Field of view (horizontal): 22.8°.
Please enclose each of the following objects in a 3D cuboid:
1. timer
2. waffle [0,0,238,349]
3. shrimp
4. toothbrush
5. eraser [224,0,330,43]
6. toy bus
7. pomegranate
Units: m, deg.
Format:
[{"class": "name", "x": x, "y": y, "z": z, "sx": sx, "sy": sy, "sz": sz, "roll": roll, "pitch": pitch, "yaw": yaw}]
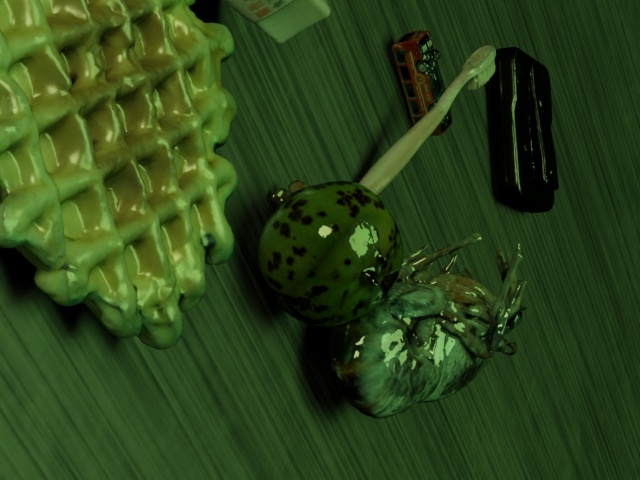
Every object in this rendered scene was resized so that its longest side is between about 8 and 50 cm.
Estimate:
[{"class": "timer", "x": 0.252, "y": -0.131, "z": 1.916, "sx": 0.144, "sy": 0.055, "sz": 0.187, "roll": 15, "pitch": 71, "yaw": -64}, {"class": "waffle", "x": -0.145, "y": -0.086, "z": 1.049, "sx": 0.309, "sy": 0.056, "sz": 0.291, "roll": 41, "pitch": 48, "yaw": -54}, {"class": "shrimp", "x": 0.130, "y": 0.069, "z": 1.470, "sx": 0.372, "sy": 0.172, "sz": 0.137, "roll": -31, "pitch": 106, "yaw": -56}, {"class": "toothbrush", "x": 0.104, "y": -0.110, "z": 1.562, "sx": 0.307, "sy": 0.025, "sz": 0.029, "roll": -48, "pitch": 138, "yaw": -42}, {"class": "eraser", "x": -0.074, "y": -0.240, "z": 1.182, "sx": 0.124, "sy": 0.068, "sz": 0.210, "roll": 64, "pitch": 14, "yaw": 23}, {"class": "toy bus", "x": 0.105, "y": -0.160, "z": 1.619, "sx": 0.031, "sy": 0.043, "sz": 0.110, "roll": -46, "pitch": 128, "yaw": -43}, {"class": "pomegranate", "x": 0.000, "y": 0.000, "z": 1.299, "sx": 0.161, "sy": 0.122, "sz": 0.122, "roll": 54, "pitch": -5, "yaw": 49}]
